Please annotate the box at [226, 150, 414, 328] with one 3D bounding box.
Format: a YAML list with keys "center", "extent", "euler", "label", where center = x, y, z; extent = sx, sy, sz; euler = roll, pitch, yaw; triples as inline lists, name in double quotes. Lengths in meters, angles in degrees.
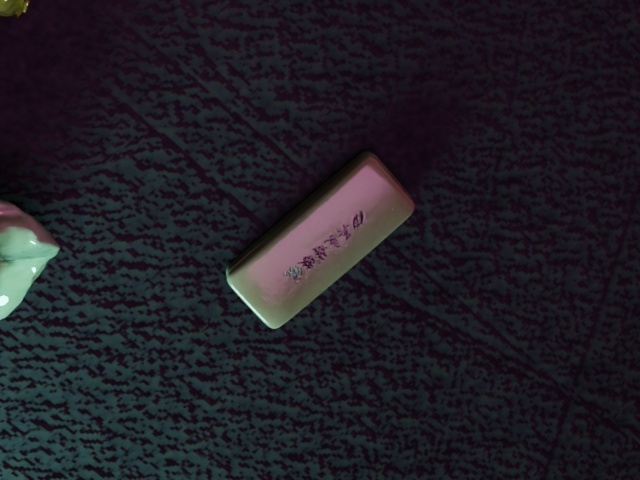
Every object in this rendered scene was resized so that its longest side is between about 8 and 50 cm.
- center: [0.000, 0.000, 0.931]
  extent: [0.115, 0.025, 0.048]
  euler: [-40, 113, 4]
  label: "box"

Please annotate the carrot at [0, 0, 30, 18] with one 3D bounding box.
- center: [-0.235, -0.201, 0.727]
  extent: [0.254, 0.196, 0.196]
  euler: [21, 104, -18]
  label: "carrot"

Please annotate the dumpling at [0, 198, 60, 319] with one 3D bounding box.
- center: [-0.261, 0.033, 0.837]
  extent: [0.250, 0.162, 0.132]
  euler: [-15, 75, -22]
  label: "dumpling"
